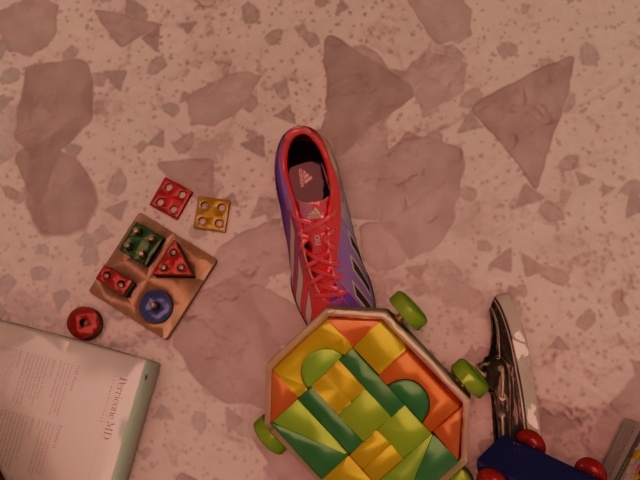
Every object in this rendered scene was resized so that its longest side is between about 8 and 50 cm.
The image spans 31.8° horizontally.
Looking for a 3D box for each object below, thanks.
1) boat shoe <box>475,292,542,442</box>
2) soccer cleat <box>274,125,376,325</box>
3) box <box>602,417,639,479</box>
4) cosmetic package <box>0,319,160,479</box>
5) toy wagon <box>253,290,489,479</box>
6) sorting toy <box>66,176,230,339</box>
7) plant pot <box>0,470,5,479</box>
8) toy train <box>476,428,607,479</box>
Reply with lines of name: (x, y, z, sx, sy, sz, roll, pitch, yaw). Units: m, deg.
boat shoe: (0.240, 0.179, 1.473, 0.070, 0.078, 0.219, -9, 81, 2)
soccer cleat: (0.000, 0.000, 1.503, 0.109, 0.116, 0.318, -13, 80, 1)
box: (0.404, 0.304, 1.383, 0.038, 0.186, 0.145, 30, 84, -14)
cosmetic package: (-0.404, 0.307, 1.495, 0.284, 0.097, 0.377, 14, 82, 9)
toy wagon: (0.091, 0.245, 1.450, 0.267, 0.068, 0.344, -43, 87, 9)
sorting toy: (-0.230, 0.039, 1.553, 0.132, 0.046, 0.274, 31, 84, 9)
plant pot: (-0.509, 0.340, 1.334, 0.267, 0.267, 0.236, -42, 91, -2)
toy train: (0.309, 0.345, 1.366, 0.248, 0.143, 0.105, 22, 43, 38)
